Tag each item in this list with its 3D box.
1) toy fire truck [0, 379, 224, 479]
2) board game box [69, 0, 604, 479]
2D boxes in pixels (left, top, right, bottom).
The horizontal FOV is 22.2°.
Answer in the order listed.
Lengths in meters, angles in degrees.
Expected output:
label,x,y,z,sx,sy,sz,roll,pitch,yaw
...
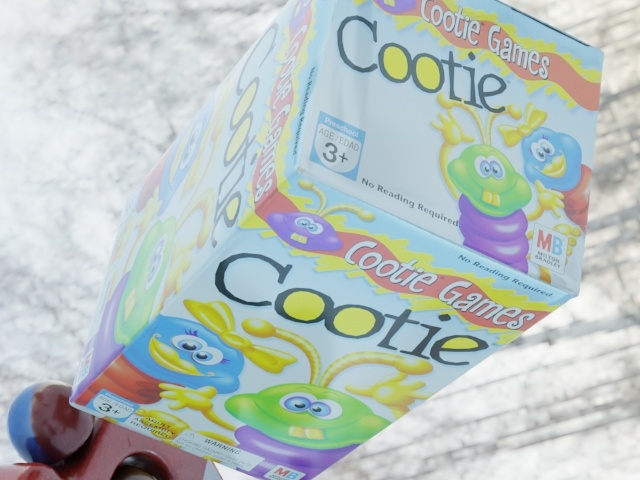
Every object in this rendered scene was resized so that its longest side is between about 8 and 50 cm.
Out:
label,x,y,z,sx,sy,sz,roll,pitch,yaw
toy fire truck,-0.131,0.221,0.953,0.302,0.169,0.254,-67,-36,-45
board game box,0.000,0.000,0.816,0.144,0.275,0.142,23,-125,-17
